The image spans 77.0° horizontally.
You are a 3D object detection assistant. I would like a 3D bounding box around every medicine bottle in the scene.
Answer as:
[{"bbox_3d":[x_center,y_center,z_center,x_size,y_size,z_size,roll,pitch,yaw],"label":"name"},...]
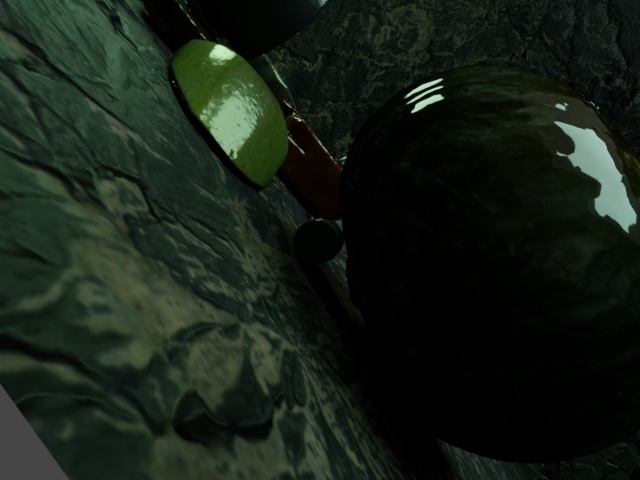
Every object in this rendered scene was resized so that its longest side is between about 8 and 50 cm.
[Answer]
[{"bbox_3d":[0.000,0.000,0.538,0.058,0.058,0.091,55,7,2],"label":"medicine bottle"}]

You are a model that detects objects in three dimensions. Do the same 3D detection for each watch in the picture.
[{"bbox_3d":[-0.129,-0.459,0.763,0.314,0.327,0.335,49,10,-37],"label":"watch"}]

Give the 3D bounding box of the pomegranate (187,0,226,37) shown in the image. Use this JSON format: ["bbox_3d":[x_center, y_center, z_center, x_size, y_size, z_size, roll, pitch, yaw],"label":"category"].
[{"bbox_3d":[-0.328,-0.691,1.088,0.291,0.324,0.290,29,57,-60],"label":"pomegranate"}]

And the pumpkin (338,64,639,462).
[{"bbox_3d":[0.201,0.018,0.495,0.454,0.344,0.454,-14,90,-81],"label":"pumpkin"}]

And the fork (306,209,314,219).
[{"bbox_3d":[-0.014,-0.045,0.859,0.016,0.012,0.115,60,4,15],"label":"fork"}]

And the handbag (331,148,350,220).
[{"bbox_3d":[0.096,-0.187,1.280,0.181,0.255,0.181,-116,-176,-59],"label":"handbag"}]

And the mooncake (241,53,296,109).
[{"bbox_3d":[-0.188,-0.488,1.307,0.275,0.135,0.275,55,4,-5],"label":"mooncake"}]

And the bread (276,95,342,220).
[{"bbox_3d":[-0.037,-0.195,0.983,0.295,0.114,0.327,48,8,-40],"label":"bread"}]

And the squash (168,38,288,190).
[{"bbox_3d":[-0.145,-0.169,0.564,0.237,0.155,0.204,51,-29,-18],"label":"squash"}]
